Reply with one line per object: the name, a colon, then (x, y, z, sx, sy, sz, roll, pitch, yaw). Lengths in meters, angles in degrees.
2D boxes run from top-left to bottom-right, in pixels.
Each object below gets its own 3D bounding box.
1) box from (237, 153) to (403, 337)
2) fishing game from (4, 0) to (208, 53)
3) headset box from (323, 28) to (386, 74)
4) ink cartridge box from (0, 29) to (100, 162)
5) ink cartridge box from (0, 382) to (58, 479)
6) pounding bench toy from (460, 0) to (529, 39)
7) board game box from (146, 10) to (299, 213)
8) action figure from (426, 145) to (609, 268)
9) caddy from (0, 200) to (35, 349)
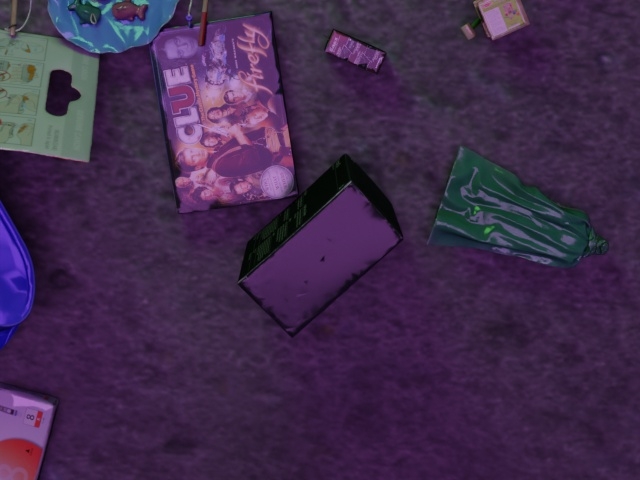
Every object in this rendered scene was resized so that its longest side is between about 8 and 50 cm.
box: (0.000, 0.000, 1.805, 0.184, 0.261, 0.103, -44, 98, 8)
fishing game: (-0.267, -0.333, 1.836, 0.264, 0.041, 0.189, 7, 86, 4)
headset box: (0.041, -0.246, 1.861, 0.083, 0.062, 0.032, 24, 99, -4)
ink cartridge box: (-0.470, -0.160, 1.757, 0.385, 0.308, 0.091, 5, 124, -9)
ink cartridge box: (-0.461, 0.262, 1.963, 0.179, 0.045, 0.145, 15, 100, -6)
pounding bench toy: (0.217, -0.287, 1.853, 0.083, 0.065, 0.052, -24, 101, 4)
board game box: (-0.126, -0.166, 1.885, 0.165, 0.042, 0.243, -9, 100, 2)
action figure: (0.271, -0.023, 1.903, 0.232, 0.063, 0.137, 19, 98, 0)
caddy: (-0.513, 0.013, 1.853, 0.241, 0.179, 0.341, -31, 101, -19)
